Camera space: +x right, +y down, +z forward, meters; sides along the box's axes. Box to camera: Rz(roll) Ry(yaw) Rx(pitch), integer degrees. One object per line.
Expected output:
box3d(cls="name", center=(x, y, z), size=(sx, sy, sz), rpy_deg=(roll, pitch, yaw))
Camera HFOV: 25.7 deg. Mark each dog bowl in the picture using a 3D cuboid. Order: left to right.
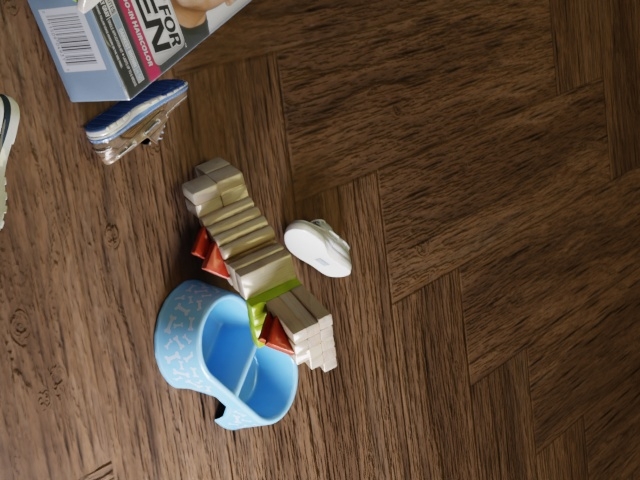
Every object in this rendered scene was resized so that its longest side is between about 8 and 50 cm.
box3d(cls="dog bowl", center=(-0.133, 0.177, 2.113), size=(0.297, 0.074, 0.166), rpy_deg=(48, 55, -44))

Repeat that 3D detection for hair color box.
box3d(cls="hair color box", center=(-0.224, -0.359, 1.915), size=(0.374, 0.114, 0.185), rpy_deg=(-49, 129, -43))

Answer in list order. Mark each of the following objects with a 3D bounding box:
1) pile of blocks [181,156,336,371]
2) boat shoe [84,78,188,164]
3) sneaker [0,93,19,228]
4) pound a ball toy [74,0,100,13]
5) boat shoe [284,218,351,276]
box3d(cls="pile of blocks", center=(-0.111, 0.048, 2.027), size=(0.113, 0.362, 0.149), rpy_deg=(-24, 157, -20))
box3d(cls="boat shoe", center=(-0.250, -0.166, 1.941), size=(0.183, 0.066, 0.066), rpy_deg=(-36, 126, -37))
box3d(cls="sneaker", center=(-0.428, -0.081, 1.663), size=(0.095, 0.090, 0.235), rpy_deg=(34, 52, -58))
box3d(cls="pound a ball toy", center=(-0.306, -0.420, 1.702), size=(0.319, 0.208, 0.135), rpy_deg=(-53, 171, -44))
box3d(cls="boat shoe", center=(0.000, 0.000, 2.304), size=(0.184, 0.066, 0.063), rpy_deg=(34, 51, -48))
